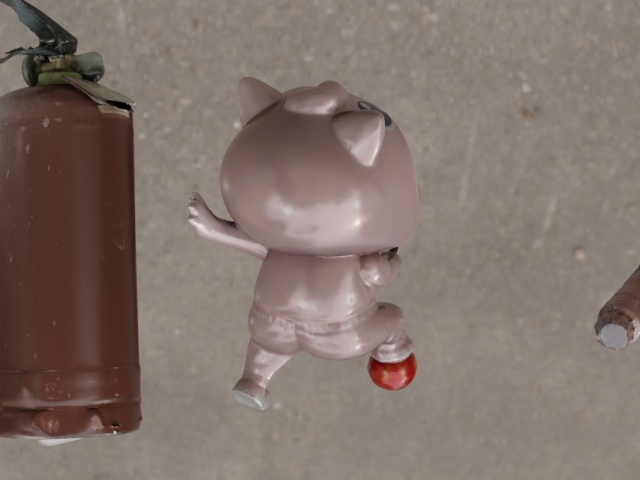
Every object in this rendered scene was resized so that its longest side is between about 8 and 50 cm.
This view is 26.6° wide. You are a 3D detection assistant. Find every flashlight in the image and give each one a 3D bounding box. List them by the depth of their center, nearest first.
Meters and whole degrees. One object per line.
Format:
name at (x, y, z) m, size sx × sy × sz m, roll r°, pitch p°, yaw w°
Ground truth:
flashlight at (0.179, 0.026, 0.727) m, size 0.031 × 0.110 × 0.052 m, roll -9°, pitch 109°, yaw 39°

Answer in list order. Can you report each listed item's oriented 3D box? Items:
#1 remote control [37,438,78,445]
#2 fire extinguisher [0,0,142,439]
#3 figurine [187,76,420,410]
remote control at (-0.290, 0.097, 1.302) m, size 0.067 × 0.029 × 0.261 m, roll -15°, pitch 124°, yaw 8°
fire extinguisher at (-0.164, -0.013, 0.850) m, size 0.104 × 0.269 × 0.105 m, roll -1°, pitch 178°, yaw 0°
figurine at (0.000, 0.000, 1.126) m, size 0.176 × 0.186 × 0.288 m, roll 7°, pitch 114°, yaw 28°
